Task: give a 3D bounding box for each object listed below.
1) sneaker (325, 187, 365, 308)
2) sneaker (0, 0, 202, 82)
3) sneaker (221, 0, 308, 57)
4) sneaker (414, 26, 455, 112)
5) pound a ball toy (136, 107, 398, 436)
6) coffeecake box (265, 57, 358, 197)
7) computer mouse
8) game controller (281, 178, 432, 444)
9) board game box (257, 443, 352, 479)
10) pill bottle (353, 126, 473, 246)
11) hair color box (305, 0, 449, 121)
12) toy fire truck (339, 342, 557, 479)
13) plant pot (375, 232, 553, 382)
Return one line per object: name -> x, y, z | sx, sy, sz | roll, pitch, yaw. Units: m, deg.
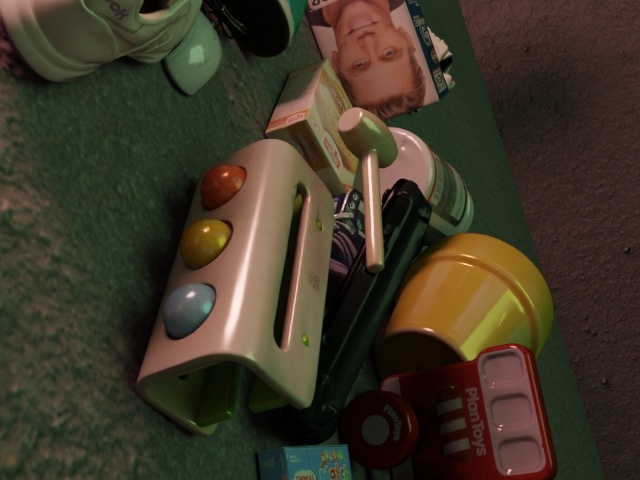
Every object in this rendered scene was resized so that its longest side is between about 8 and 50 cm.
sneaker -> 0.000, 0.000, 0.967 | 0.282, 0.099, 0.153 | 24, 54, -64
sneaker -> -0.155, -0.230, 0.708 | 0.114, 0.152, 0.305 | 62, 24, -20
sneaker -> -0.089, -0.415, 1.010 | 0.178, 0.124, 0.295 | -66, 142, -50
sneaker -> 0.251, -0.437, 1.789 | 0.111, 0.129, 0.297 | 39, 39, -50
pound a ball toy -> -0.046, 0.000, 0.724 | 0.136, 0.208, 0.319 | 47, 35, -34
coffeecake box -> -0.002, -0.157, 1.107 | 0.142, 0.068, 0.185 | 60, 27, -31
computer mouse -> -0.135, -0.243, 0.898 | 0.106, 0.042, 0.193 | 55, 29, -38
game controller -> 0.045, 0.084, 0.877 | 0.319, 0.067, 0.166 | -61, 169, -21
board game box -> -0.001, 0.331, 0.815 | 0.160, 0.039, 0.211 | 27, 52, -60
pill bottle -> 0.158, -0.078, 1.296 | 0.283, 0.161, 0.161 | 22, 54, -62
hair color box -> 0.081, -0.384, 1.312 | 0.347, 0.174, 0.105 | 68, 24, -12
toy fire truck -> 0.180, 0.300, 0.968 | 0.169, 0.254, 0.302 | 30, 48, -58
plant pot -> 0.209, 0.149, 1.186 | 0.239, 0.254, 0.254 | -38, 111, -48
